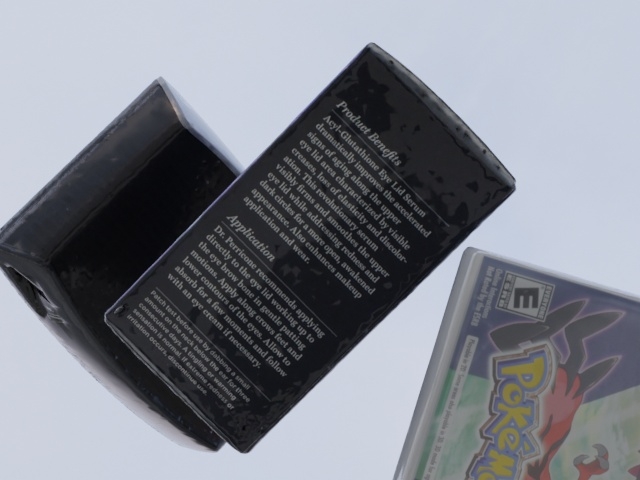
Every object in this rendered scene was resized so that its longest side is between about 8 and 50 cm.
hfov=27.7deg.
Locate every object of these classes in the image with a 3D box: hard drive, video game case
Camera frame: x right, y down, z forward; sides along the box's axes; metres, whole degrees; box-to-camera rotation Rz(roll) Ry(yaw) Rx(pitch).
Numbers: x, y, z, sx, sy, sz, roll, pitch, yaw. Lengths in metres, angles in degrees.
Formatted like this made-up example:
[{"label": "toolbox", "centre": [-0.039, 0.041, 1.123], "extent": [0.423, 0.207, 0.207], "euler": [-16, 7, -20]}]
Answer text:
[{"label": "hard drive", "centre": [-0.090, 0.032, 0.877], "extent": [0.054, 0.172, 0.254], "euler": [32, -17, 43]}, {"label": "video game case", "centre": [0.129, 0.123, 0.650], "extent": [0.184, 0.023, 0.201], "euler": [16, -87, -12]}]

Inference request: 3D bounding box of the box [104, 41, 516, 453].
[{"label": "box", "centre": [0.000, 0.000, 0.733], "extent": [0.108, 0.153, 0.207], "euler": [44, -84, 1]}]
